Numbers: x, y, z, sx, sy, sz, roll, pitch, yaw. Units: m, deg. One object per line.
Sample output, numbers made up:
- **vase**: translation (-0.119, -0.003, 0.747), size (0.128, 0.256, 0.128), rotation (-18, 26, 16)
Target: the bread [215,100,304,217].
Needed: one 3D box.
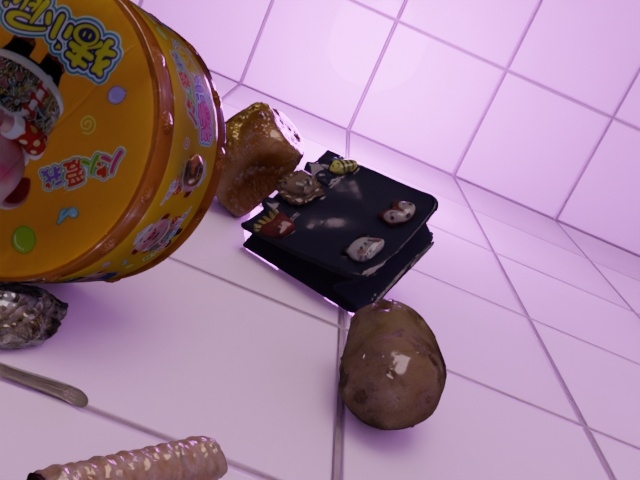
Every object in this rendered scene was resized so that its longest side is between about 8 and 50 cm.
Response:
- **bread**: translation (-0.172, -0.185, 1.703), size (0.176, 0.246, 0.195), rotation (43, 17, -26)

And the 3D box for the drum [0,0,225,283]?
- **drum**: translation (-0.352, -0.145, 1.031), size (0.431, 0.431, 0.214), rotation (29, 5, 15)

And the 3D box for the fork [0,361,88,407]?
- **fork**: translation (-0.368, 0.146, 0.865), size (0.219, 0.034, 0.028), rotation (25, -9, -4)

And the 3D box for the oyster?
- **oyster**: translation (-0.396, 0.083, 0.949), size (0.125, 0.064, 0.177), rotation (23, 13, 10)

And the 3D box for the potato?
- **potato**: translation (0.108, 0.191, 1.154), size (0.165, 0.165, 0.262), rotation (21, 24, -9)

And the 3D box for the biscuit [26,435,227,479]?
- **biscuit**: translation (-0.191, 0.241, 0.772), size (0.219, 0.055, 0.061), rotation (0, 35, -50)

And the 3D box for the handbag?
- **handbag**: translation (0.040, -0.037, 1.557), size (0.329, 0.122, 0.303), rotation (30, 50, 23)
